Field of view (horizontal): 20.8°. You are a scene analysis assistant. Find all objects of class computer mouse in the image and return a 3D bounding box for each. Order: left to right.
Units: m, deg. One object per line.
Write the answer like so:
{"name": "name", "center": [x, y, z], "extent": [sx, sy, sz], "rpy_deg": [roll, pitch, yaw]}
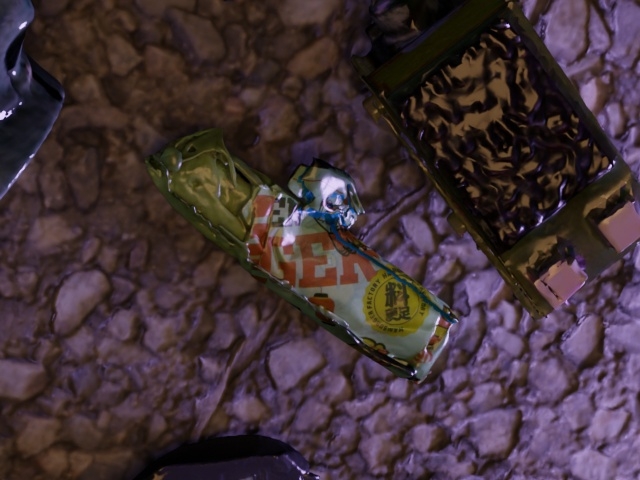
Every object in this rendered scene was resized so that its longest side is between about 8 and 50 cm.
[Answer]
{"name": "computer mouse", "center": [-0.086, 0.200, 1.342], "extent": [0.172, 0.057, 0.099], "rpy_deg": [-12, 108, -21]}

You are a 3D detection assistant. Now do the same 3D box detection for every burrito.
{"name": "burrito", "center": [0.000, 0.000, 1.296], "extent": [0.288, 0.054, 0.104], "rpy_deg": [36, 96, -20]}

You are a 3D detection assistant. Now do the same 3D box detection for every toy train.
{"name": "toy train", "center": [0.127, -0.078, 1.235], "extent": [0.134, 0.177, 0.261], "rpy_deg": [-38, 110, 1]}

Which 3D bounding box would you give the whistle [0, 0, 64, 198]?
{"name": "whistle", "center": [-0.338, -0.032, 1.138], "extent": [0.168, 0.188, 0.405], "rpy_deg": [42, 95, -21]}
